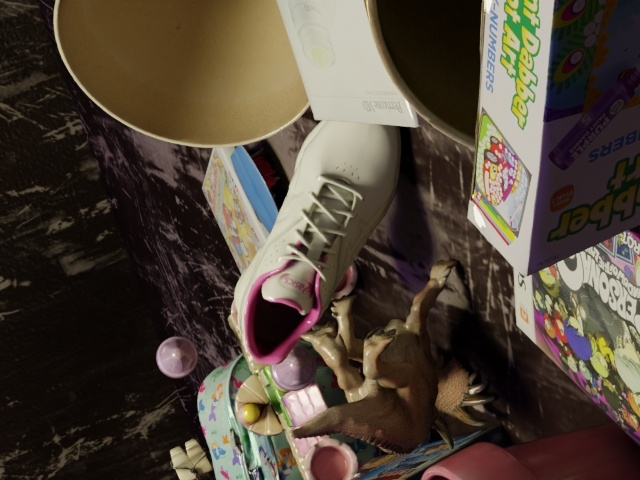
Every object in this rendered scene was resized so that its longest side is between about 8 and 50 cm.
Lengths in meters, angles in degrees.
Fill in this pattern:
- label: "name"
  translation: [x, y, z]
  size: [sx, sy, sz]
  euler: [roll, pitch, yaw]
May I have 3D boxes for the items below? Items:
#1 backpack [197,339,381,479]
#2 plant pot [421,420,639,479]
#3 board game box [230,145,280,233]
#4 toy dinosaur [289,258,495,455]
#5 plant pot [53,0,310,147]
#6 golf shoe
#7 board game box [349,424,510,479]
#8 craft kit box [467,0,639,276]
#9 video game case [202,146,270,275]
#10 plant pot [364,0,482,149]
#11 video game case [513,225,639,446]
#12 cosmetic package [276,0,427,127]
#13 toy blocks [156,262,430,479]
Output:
- label: "backpack"
  translation: [-0.050, 0.268, 1.815]
  size: [0.191, 0.225, 0.253]
  euler: [-41, 66, 49]
- label: "plant pot"
  translation: [0.208, 0.243, 1.055]
  size: [0.201, 0.180, 0.201]
  euler: [56, 159, 35]
- label: "board game box"
  translation: [-0.077, -0.076, 1.790]
  size: [0.133, 0.033, 0.169]
  euler: [62, 168, 0]
- label: "toy dinosaur"
  translation: [0.084, 0.154, 1.284]
  size: [0.127, 0.295, 0.200]
  euler: [-10, 110, 29]
- label: "plant pot"
  translation: [-0.123, -0.268, 1.362]
  size: [0.284, 0.284, 0.191]
  euler: [87, -171, -48]
- label: "golf shoe"
  translation: [0.000, 0.000, 1.314]
  size: [0.140, 0.115, 0.306]
  euler: [-81, 14, -65]
- label: "board game box"
  translation: [0.082, 0.275, 1.380]
  size: [0.194, 0.194, 0.060]
  euler: [-26, 87, 58]
- label: "craft kit box"
  translation: [0.183, -0.127, 0.552]
  size: [0.061, 0.250, 0.246]
  euler: [53, 158, 36]
- label: "video game case"
  translation: [-0.126, -0.036, 1.995]
  size: [0.206, 0.026, 0.227]
  euler: [64, 163, 12]
- label: "plant pot"
  translation: [0.112, -0.213, 0.760]
  size: [0.254, 0.237, 0.237]
  euler: [-111, 9, -54]
- label: "video game case"
  translation: [0.227, 0.047, 0.990]
  size: [0.232, 0.042, 0.210]
  euler: [49, 156, 47]
- label: "cosmetic package"
  translation: [0.056, -0.218, 1.025]
  size: [0.224, 0.138, 0.224]
  euler: [17, 129, 69]
- label: "toy blocks"
  translation: [-0.047, 0.187, 1.541]
  size: [0.260, 0.309, 0.288]
  euler: [122, 124, -77]
